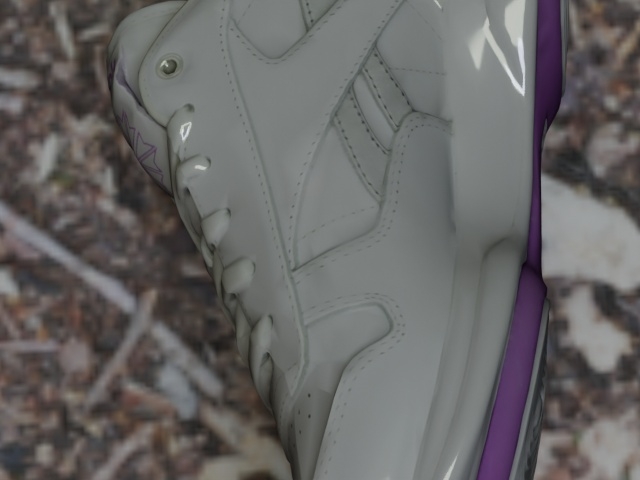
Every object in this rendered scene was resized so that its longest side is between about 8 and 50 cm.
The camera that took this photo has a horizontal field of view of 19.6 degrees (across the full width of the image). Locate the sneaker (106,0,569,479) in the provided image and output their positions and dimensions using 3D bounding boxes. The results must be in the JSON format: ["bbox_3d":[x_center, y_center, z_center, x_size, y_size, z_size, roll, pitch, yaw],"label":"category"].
[{"bbox_3d":[0.000,0.000,0.590,0.152,0.114,0.305,3,56,5],"label":"sneaker"}]
